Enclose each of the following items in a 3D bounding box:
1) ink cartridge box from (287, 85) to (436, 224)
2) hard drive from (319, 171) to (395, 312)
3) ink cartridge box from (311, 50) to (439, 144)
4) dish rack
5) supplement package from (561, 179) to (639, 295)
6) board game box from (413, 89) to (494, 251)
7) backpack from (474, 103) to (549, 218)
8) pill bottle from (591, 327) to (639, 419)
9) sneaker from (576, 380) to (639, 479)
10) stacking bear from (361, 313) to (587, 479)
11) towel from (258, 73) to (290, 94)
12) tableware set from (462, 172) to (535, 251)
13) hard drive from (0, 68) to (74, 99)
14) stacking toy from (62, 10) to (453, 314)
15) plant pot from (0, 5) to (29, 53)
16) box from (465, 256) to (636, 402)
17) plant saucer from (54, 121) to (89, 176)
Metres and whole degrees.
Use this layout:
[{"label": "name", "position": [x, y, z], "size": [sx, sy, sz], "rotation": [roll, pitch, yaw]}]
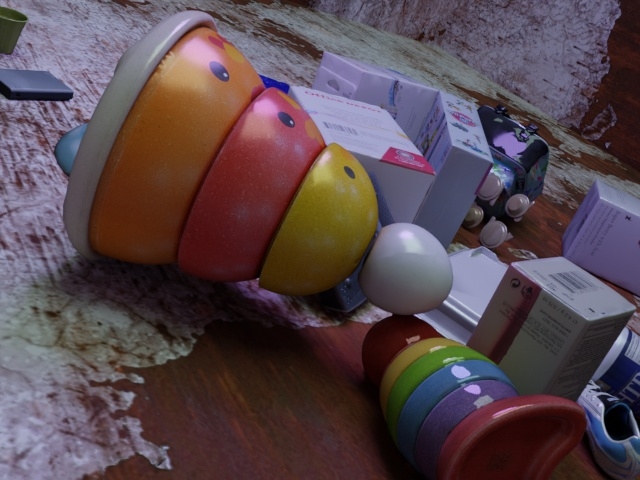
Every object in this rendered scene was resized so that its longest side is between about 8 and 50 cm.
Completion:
[{"label": "ink cartridge box", "position": [0.056, -0.166, 1.464], "size": [0.226, 0.131, 0.306], "rotation": [12, 26, -20]}, {"label": "hard drive", "position": [0.049, -0.001, 1.225], "size": [0.254, 0.054, 0.172], "rotation": [-38, 108, -57]}, {"label": "ink cartridge box", "position": [0.111, -0.311, 1.755], "size": [0.232, 0.168, 0.171], "rotation": [6, 23, -37]}, {"label": "dish rack", "position": [0.304, 0.106, 1.339], "size": [0.285, 0.072, 0.333], "rotation": [34, 25, 24]}, {"label": "supplement package", "position": [0.749, 0.011, 1.814], "size": [0.293, 0.178, 0.175], "rotation": [26, 23, 6]}, {"label": "board game box", "position": [0.254, -0.151, 1.600], "size": [0.097, 0.224, 0.303], "rotation": [19, 31, -9]}, {"label": "backpack", "position": [0.425, -0.168, 1.847], "size": [0.225, 0.191, 0.253], "rotation": [38, -12, 28]}, {"label": "pill bottle", "position": [0.482, 0.200, 1.228], "size": [0.186, 0.112, 0.112], "rotation": [34, 25, 7]}, {"label": "sneaker", "position": [0.408, 0.246, 1.122], "size": [0.085, 0.086, 0.237], "rotation": [13, 24, -19]}, {"label": "stacking bear", "position": [0.145, 0.188, 0.926], "size": [0.164, 0.175, 0.289], "rotation": [15, 16, -28]}, {"label": "towel", "position": [-0.035, -0.347, 1.961], "size": [0.308, 0.076, 0.228], "rotation": [15, 26, -20]}, {"label": "tableware set", "position": [0.379, -0.064, 1.684], "size": [0.020, 0.141, 0.169], "rotation": [28, 14, -44]}, {"label": "hard drive", "position": [-0.548, -0.294, 1.438], "size": [0.094, 0.022, 0.135], "rotation": [36, 26, 26]}, {"label": "stacking toy", "position": [-0.046, -0.046, 0.995], "size": [0.479, 0.351, 0.350], "rotation": [26, 24, 0]}, {"label": "plant pot", "position": [-0.644, -0.425, 1.554], "size": [0.083, 0.079, 0.083], "rotation": [21, 24, -10]}, {"label": "box", "position": [0.282, 0.152, 1.014], "size": [0.148, 0.232, 0.127], "rotation": [-3, 35, -46]}, {"label": "plant saucer", "position": [-0.291, -0.133, 1.320], "size": [0.317, 0.044, 0.318], "rotation": [20, 25, -9]}]
